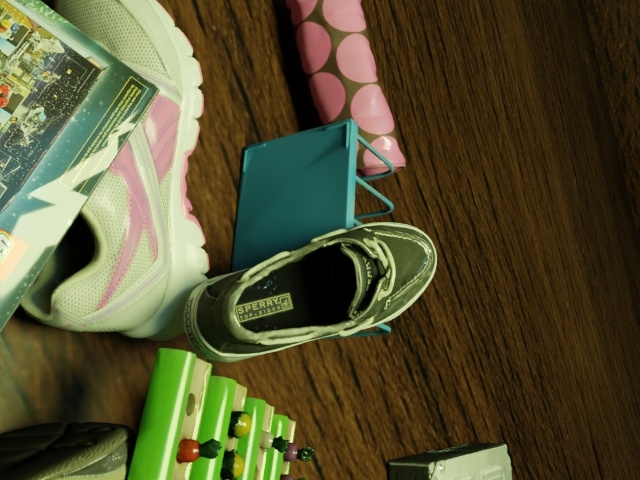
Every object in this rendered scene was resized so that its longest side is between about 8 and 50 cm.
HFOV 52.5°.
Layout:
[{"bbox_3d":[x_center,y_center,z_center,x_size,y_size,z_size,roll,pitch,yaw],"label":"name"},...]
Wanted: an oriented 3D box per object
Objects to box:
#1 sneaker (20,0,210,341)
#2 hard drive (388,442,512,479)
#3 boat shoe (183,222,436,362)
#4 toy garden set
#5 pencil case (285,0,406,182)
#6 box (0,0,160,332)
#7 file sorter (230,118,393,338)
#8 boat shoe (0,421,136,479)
[{"bbox_3d":[-0.143,-0.055,0.414,0.111,0.103,0.252,-3,83,-56],"label":"sneaker"},{"bbox_3d":[0.171,0.423,0.764,0.237,0.064,0.339,16,68,-52],"label":"hard drive"},{"bbox_3d":[0.016,0.032,0.451,0.219,0.070,0.077,-18,87,-38],"label":"boat shoe"},{"bbox_3d":[-0.057,0.204,0.434,0.244,0.049,0.203,62,33,-62],"label":"toy garden set"},{"bbox_3d":[0.025,-0.163,0.685,0.098,0.095,0.209,-9,86,-72],"label":"pencil case"},{"bbox_3d":[-0.202,-0.024,0.291,0.159,0.044,0.233,36,67,-24],"label":"box"},{"bbox_3d":[0.000,0.000,0.588,0.104,0.118,0.170,29,59,-51],"label":"file sorter"},{"bbox_3d":[-0.199,0.180,0.263,0.324,0.123,0.120,-12,96,-55],"label":"boat shoe"}]
